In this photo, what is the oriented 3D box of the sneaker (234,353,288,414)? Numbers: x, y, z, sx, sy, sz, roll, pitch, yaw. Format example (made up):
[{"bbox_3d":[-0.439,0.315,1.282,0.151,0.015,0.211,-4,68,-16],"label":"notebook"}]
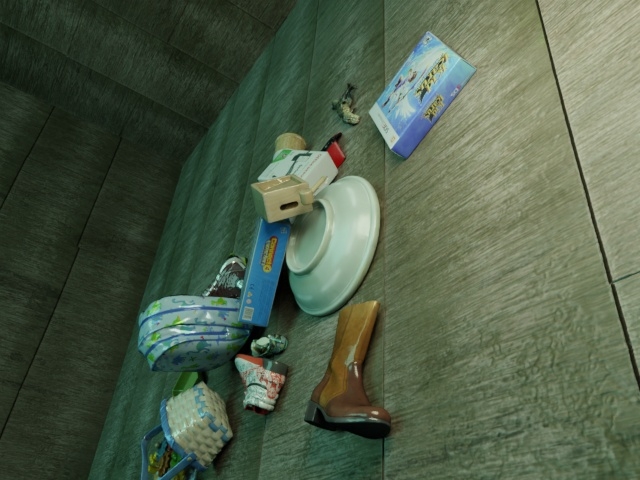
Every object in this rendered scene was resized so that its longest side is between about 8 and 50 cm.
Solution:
[{"bbox_3d":[-0.194,0.405,1.494,0.270,0.090,0.144,-13,54,56],"label":"sneaker"}]

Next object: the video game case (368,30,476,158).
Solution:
[{"bbox_3d":[0.249,-0.381,1.368,0.269,0.061,0.244,-53,29,24],"label":"video game case"}]

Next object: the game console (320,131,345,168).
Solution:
[{"bbox_3d":[0.034,-0.268,1.740,0.144,0.085,0.124,-47,0,34],"label":"game console"}]

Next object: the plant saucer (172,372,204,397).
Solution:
[{"bbox_3d":[-0.497,0.550,2.006,0.188,0.045,0.188,-62,26,8],"label":"plant saucer"}]

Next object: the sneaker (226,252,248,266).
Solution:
[{"bbox_3d":[-0.328,0.147,1.974,0.084,0.097,0.234,-47,31,35],"label":"sneaker"}]

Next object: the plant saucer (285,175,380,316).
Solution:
[{"bbox_3d":[0.000,0.000,1.432,0.400,0.101,0.400,-40,40,44],"label":"plant saucer"}]

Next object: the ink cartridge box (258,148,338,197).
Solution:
[{"bbox_3d":[-0.071,-0.207,1.676,0.209,0.086,0.153,12,55,42],"label":"ink cartridge box"}]

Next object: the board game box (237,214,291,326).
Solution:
[{"bbox_3d":[-0.171,0.061,1.602,0.302,0.086,0.308,-115,38,-76],"label":"board game box"}]

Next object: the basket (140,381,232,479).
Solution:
[{"bbox_3d":[-0.417,0.594,1.593,0.289,0.201,0.255,-33,26,-4],"label":"basket"}]

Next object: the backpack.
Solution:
[{"bbox_3d":[-0.392,0.291,1.672,0.290,0.356,0.273,-41,35,40],"label":"backpack"}]

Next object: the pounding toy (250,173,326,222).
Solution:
[{"bbox_3d":[-0.065,-0.106,1.399,0.206,0.181,0.094,-141,38,-62],"label":"pounding toy"}]

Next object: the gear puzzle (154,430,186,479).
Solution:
[{"bbox_3d":[-0.493,0.725,1.726,0.175,0.044,0.339,-64,25,2],"label":"gear puzzle"}]

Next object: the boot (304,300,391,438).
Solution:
[{"bbox_3d":[0.089,0.263,1.119,0.264,0.096,0.280,-32,33,61],"label":"boot"}]

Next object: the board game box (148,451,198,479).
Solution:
[{"bbox_3d":[-0.521,0.858,1.774,0.390,0.050,0.389,-44,32,38],"label":"board game box"}]

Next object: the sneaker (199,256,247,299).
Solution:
[{"bbox_3d":[-0.320,0.208,1.843,0.163,0.106,0.281,32,94,30],"label":"sneaker"}]

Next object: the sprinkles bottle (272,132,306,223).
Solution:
[{"bbox_3d":[-0.120,-0.222,1.871,0.121,0.121,0.355,-40,35,42],"label":"sprinkles bottle"}]

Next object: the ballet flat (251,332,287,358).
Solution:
[{"bbox_3d":[-0.168,0.309,1.561,0.188,0.070,0.070,-35,39,48],"label":"ballet flat"}]

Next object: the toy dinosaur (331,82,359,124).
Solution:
[{"bbox_3d":[0.083,-0.467,1.772,0.118,0.064,0.268,-64,21,19],"label":"toy dinosaur"}]

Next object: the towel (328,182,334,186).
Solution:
[{"bbox_3d":[0.019,-0.102,1.606,0.110,0.027,0.148,-54,28,25],"label":"towel"}]
